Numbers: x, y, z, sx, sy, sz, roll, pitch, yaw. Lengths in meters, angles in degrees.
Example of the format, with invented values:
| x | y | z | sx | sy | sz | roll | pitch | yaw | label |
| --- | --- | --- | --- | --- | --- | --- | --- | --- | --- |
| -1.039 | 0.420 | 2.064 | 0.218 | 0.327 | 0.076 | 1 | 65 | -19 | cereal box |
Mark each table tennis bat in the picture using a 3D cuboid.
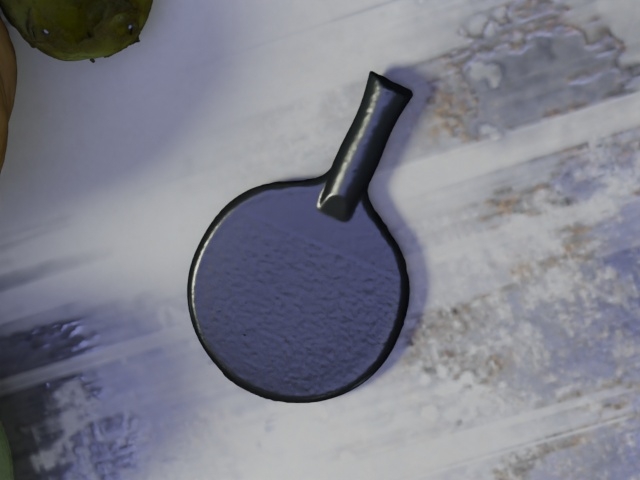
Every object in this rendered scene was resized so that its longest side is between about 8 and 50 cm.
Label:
| x | y | z | sx | sy | sz | roll | pitch | yaw | label |
| --- | --- | --- | --- | --- | --- | --- | --- | --- | --- |
| 0.000 | 0.000 | 1.138 | 0.150 | 0.027 | 0.236 | 25 | 102 | 3 | table tennis bat |

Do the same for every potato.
| x | y | z | sx | sy | sz | roll | pitch | yaw | label |
| --- | --- | --- | --- | --- | --- | --- | --- | --- | --- |
| -0.168 | -0.224 | 1.086 | 0.117 | 0.090 | 0.226 | -19 | 103 | -29 | potato |

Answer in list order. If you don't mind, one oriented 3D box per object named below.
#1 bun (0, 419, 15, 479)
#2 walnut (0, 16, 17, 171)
| x | y | z | sx | sy | sz | roll | pitch | yaw | label |
| --- | --- | --- | --- | --- | --- | --- | --- | --- | --- |
| -0.341 | 0.132 | 1.106 | 0.283 | 0.283 | 0.179 | -12 | 63 | 9 | bun |
| -0.369 | -0.101 | 1.038 | 0.343 | 0.306 | 0.306 | -16 | 96 | 14 | walnut |
